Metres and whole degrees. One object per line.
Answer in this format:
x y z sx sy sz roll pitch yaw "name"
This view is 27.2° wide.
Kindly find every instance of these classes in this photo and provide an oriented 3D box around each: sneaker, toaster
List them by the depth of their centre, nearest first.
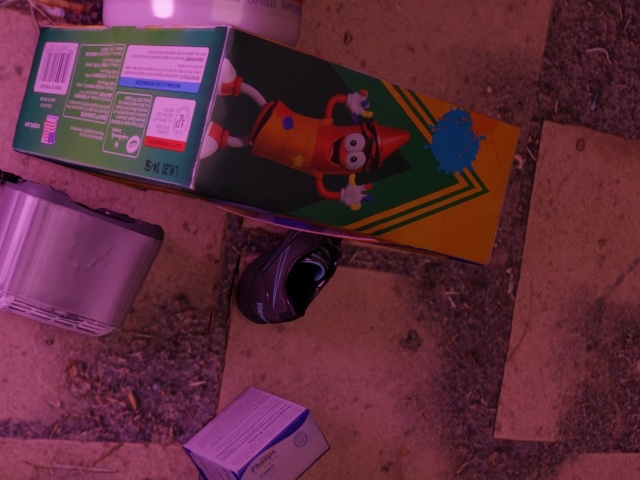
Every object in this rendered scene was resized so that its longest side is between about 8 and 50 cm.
-0.298 0.018 1.501 0.227 0.129 0.147 21 86 -36 "toaster"
0.000 0.000 1.718 0.101 0.106 0.267 39 73 -30 "sneaker"

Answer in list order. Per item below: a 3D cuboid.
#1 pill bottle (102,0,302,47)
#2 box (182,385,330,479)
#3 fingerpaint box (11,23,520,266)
-0.122 -0.426 1.502 0.229 0.229 0.408 1 95 -35 "pill bottle"
-0.081 0.261 1.674 0.126 0.137 0.072 -40 117 -24 "box"
-0.074 -0.107 1.446 0.371 0.444 0.163 14 90 -36 "fingerpaint box"
